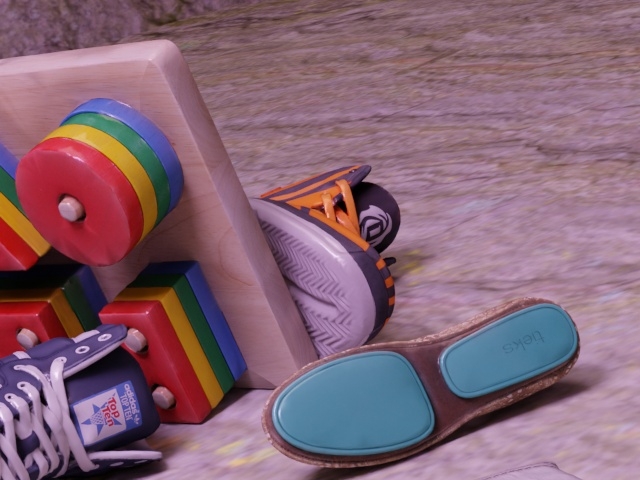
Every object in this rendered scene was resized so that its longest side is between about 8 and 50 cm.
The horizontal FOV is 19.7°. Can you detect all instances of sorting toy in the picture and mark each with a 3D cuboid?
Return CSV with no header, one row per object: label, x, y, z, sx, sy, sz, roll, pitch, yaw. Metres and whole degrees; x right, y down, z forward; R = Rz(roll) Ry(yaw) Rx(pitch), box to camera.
sorting toy,-0.166,0.009,1.230,0.257,0.255,0.089,-2,33,38

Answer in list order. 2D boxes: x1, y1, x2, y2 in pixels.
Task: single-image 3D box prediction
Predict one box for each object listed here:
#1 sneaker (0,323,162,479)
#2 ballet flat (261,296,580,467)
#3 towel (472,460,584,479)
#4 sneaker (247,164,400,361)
sneaker,-0.182,0.122,1.073,0.153,0.099,0.282,-13,10,6
ballet flat,0.058,0.091,1.091,0.206,0.073,0.067,-14,-14,-19
towel,0.032,0.180,0.731,0.312,0.056,0.324,-17,15,-18
sneaker,0.000,0.000,1.355,0.180,0.125,0.321,-21,15,-27
